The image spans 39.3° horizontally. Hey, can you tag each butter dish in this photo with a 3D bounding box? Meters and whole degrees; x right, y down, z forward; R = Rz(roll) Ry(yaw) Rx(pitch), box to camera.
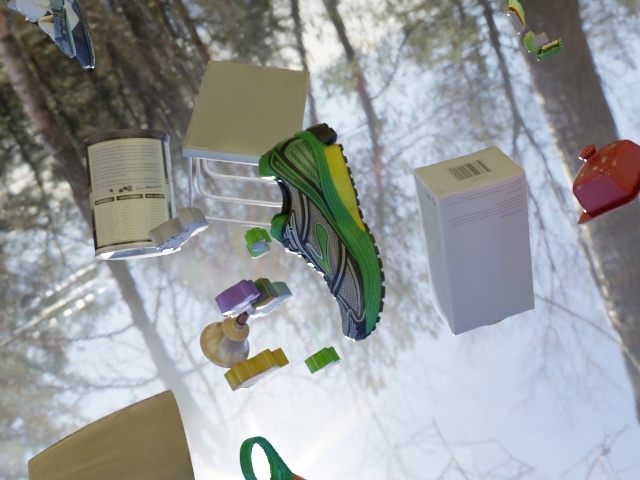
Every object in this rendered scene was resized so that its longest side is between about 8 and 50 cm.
[{"bbox_3d":[0.531,-0.130,1.669,0.160,0.118,0.160,-50,-171,-30],"label":"butter dish"}]

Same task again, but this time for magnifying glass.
[{"bbox_3d":[-0.065,0.386,1.470,0.026,0.231,0.092,-22,-126,21],"label":"magnifying glass"}]

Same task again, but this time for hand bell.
[{"bbox_3d":[-0.176,0.176,2.028,0.126,0.126,0.242,-41,170,-45],"label":"hand bell"}]

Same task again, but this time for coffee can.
[{"bbox_3d":[-0.444,-0.105,2.111,0.201,0.275,0.201,-7,173,-1],"label":"coffee can"}]

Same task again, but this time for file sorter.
[{"bbox_3d":[-0.130,-0.175,1.637,0.192,0.173,0.278,6,-138,0],"label":"file sorter"}]

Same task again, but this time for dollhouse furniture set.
[{"bbox_3d":[0.464,-0.464,1.938,0.058,0.152,0.076,-23,-151,31],"label":"dollhouse furniture set"}]

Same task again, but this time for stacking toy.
[{"bbox_3d":[-0.067,0.060,0.875,0.052,0.167,0.221,-34,165,13],"label":"stacking toy"}]

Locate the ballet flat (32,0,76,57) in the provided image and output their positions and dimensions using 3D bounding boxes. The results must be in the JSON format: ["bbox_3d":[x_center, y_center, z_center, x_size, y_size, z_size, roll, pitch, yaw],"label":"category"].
[{"bbox_3d":[-0.508,-0.435,1.692,0.070,0.188,0.070,-1,-149,1],"label":"ballet flat"}]

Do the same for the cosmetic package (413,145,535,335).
[{"bbox_3d":[0.356,0.005,2.052,0.217,0.385,0.156,-16,-147,-9],"label":"cosmetic package"}]

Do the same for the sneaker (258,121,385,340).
[{"bbox_3d":[0.000,0.000,1.400,0.146,0.344,0.134,-22,-171,-9],"label":"sneaker"}]

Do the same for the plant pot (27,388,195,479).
[{"bbox_3d":[-0.380,0.429,1.629,0.274,0.257,0.256,-12,-170,-17],"label":"plant pot"}]

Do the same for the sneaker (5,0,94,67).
[{"bbox_3d":[-0.596,-0.510,1.941,0.146,0.330,0.122,-21,-140,-4],"label":"sneaker"}]
